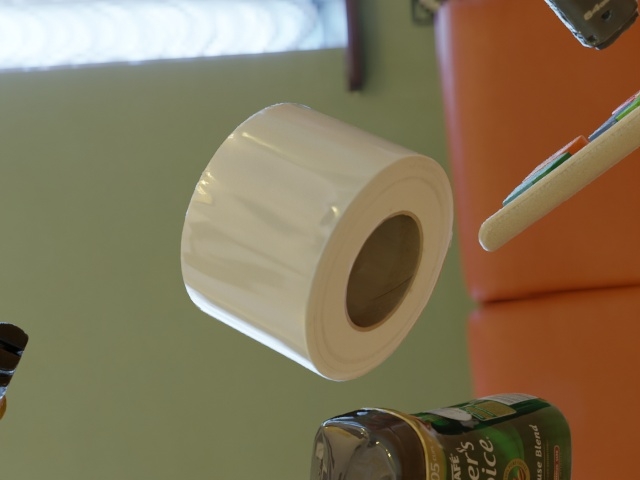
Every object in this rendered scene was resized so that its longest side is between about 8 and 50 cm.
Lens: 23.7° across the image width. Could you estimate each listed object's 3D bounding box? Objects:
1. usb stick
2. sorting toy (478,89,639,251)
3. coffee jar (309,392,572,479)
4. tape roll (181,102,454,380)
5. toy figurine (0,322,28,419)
[{"bbox_3d":[0.219,-0.298,1.503,0.278,0.077,0.045,43,-179,-31],"label":"usb stick"},{"bbox_3d":[0.220,-0.075,1.194,0.038,0.193,0.208,54,-155,5],"label":"sorting toy"},{"bbox_3d":[0.075,0.148,0.946,0.079,0.184,0.096,7,96,46],"label":"coffee jar"},{"bbox_3d":[0.000,0.000,1.552,0.169,0.246,0.246,26,132,32],"label":"tape roll"},{"bbox_3d":[-0.400,0.092,1.437,0.209,0.213,0.148,60,142,16],"label":"toy figurine"}]
